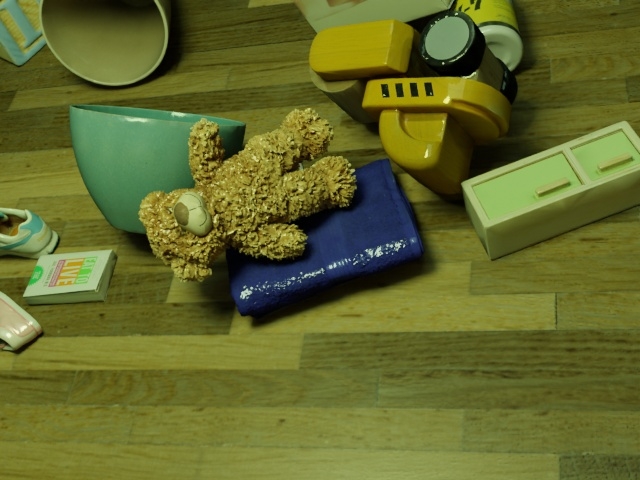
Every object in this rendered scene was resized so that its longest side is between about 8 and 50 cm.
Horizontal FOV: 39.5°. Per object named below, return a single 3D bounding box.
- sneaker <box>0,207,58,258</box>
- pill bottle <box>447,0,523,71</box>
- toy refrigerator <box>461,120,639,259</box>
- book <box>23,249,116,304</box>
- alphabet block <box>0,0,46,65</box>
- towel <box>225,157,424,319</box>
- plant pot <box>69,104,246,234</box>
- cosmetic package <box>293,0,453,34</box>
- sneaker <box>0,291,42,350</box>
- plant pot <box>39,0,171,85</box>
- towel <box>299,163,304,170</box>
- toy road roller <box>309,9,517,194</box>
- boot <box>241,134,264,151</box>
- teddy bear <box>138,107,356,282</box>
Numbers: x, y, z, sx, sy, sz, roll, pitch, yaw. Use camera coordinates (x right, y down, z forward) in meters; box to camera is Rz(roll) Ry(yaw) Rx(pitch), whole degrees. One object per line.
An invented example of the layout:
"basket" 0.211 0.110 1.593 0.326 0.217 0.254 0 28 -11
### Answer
"sneaker" -0.596 -0.017 1.622 0.229 0.092 0.087 -5 54 16
"pill bottle" 0.293 -0.399 1.611 0.119 0.119 0.208 -10 51 11
"toy refrigerator" 0.361 -0.079 1.357 0.270 0.094 0.102 -20 50 2
"book" -0.433 0.063 1.550 0.144 0.035 0.096 -5 48 16
"alphabet block" -0.710 -0.540 2.003 0.197 0.192 0.193 27 64 31
"towel" 0.000 0.000 1.434 0.308 0.076 0.227 -18 43 4
"plant pot" -0.281 -0.117 1.505 0.290 0.290 0.195 12 101 25
"cosmetic package" 0.112 -0.487 1.665 0.296 0.129 0.153 -7 46 42
"sneaker" -0.537 0.138 1.508 0.134 0.051 0.070 31 62 30
"plant pot" -0.419 -0.502 1.864 0.257 0.256 0.274 -9 36 11
"towel" -0.059 -0.120 1.580 0.060 0.009 0.083 -17 50 6
"toy road roller" 0.138 -0.207 1.417 0.330 0.202 0.240 4 75 33
"boot" -0.135 -0.159 1.620 0.118 0.042 0.087 11 47 35
"teddy bear" -0.105 -0.075 1.352 0.338 0.113 0.245 -11 93 -16
